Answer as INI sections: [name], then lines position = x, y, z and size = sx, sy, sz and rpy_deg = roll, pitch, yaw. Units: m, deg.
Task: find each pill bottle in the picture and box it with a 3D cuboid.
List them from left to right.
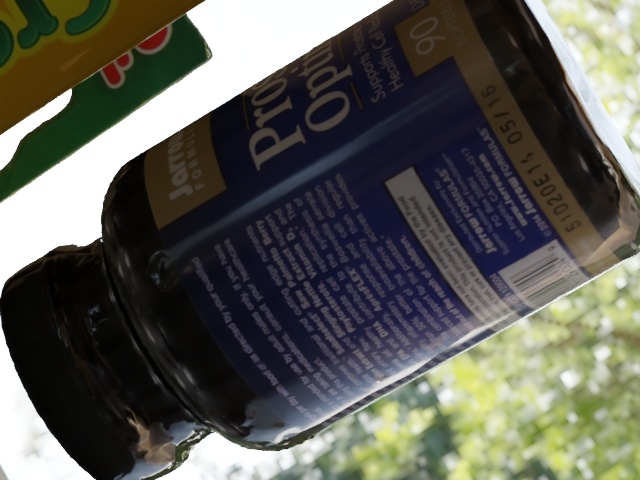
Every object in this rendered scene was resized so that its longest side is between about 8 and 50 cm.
[pill bottle]
position = 0.000, 0.000, 0.711
size = 0.219, 0.123, 0.123
rpy_deg = -30, -26, 12

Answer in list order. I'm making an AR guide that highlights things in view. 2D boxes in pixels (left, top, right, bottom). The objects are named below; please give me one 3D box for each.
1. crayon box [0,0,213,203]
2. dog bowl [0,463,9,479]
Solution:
[crayon box]
position = -0.178, -0.126, 0.675
size = 0.202, 0.081, 0.318
rpy_deg = -35, -60, -6
[dog bowl]
position = -0.113, 0.217, 0.618
size = 0.150, 0.408, 0.408
rpy_deg = -27, -27, -10
